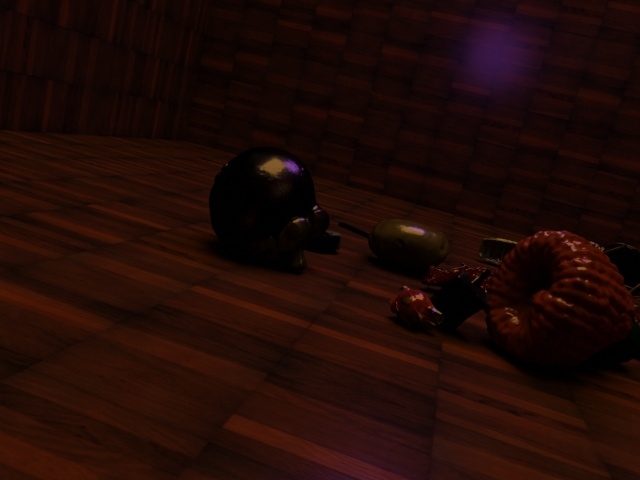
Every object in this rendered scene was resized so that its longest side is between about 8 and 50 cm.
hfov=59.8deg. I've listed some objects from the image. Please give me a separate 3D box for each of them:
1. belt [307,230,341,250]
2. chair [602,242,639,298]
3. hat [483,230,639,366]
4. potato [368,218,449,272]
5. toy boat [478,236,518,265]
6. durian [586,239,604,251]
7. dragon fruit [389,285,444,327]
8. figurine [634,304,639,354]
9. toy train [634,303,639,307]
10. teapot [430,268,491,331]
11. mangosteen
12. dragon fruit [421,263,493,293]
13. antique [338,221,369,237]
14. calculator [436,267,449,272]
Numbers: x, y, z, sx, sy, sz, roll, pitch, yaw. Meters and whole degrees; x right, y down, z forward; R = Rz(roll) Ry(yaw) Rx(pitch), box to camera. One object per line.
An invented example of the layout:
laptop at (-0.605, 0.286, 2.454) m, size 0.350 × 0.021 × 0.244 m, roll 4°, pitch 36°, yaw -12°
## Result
belt at (0.000, 0.000, 1.703) m, size 0.140 × 0.058 × 0.105 m, roll 3°, pitch 10°, yaw -30°
chair at (0.791, 0.087, 1.439) m, size 0.326 × 0.160 × 0.170 m, roll -18°, pitch 70°, yaw -24°
hat at (0.573, 0.167, 1.189) m, size 0.400 × 0.285 × 0.285 m, roll 23°, pitch 9°, yaw -16°
potato at (0.265, 0.017, 1.703) m, size 0.228 × 0.148 × 0.197 m, roll 20°, pitch -2°, yaw -7°
toy boat at (0.760, 0.062, 2.176) m, size 0.276 × 0.111 × 0.084 m, roll 16°, pitch 6°, yaw 12°
durian at (0.738, 0.113, 1.654) m, size 0.258 × 0.258 × 0.293 m, roll 16°, pitch 27°, yaw 11°
dragon fruit at (0.208, 0.149, 1.198) m, size 0.086 × 0.081 × 0.116 m, roll 18°, pitch 6°, yaw -44°
figurine at (0.861, 0.231, 1.381) m, size 0.207 × 0.166 × 0.387 m, roll 15°, pitch 13°, yaw -8°
toy train at (1.090, 0.248, 1.849) m, size 0.234 × 0.052 × 0.051 m, roll 10°, pitch 17°, yaw -20°
teapot at (0.310, 0.124, 1.237) m, size 0.087 × 0.177 × 0.096 m, roll 46°, pitch 38°, yaw 8°
mangosteen at (-0.128, -0.096, 1.435) m, size 0.314 × 0.296 × 0.297 m, roll 12°, pitch 11°, yaw 7°
dragon fruit at (0.373, 0.135, 1.548) m, size 0.192 × 0.122 × 0.092 m, roll 10°, pitch -27°, yaw -6°
antique at (0.145, -0.035, 2.136) m, size 0.031 × 0.015 × 0.192 m, roll 3°, pitch 16°, yaw -47°
calculator at (0.370, 0.099, 1.777) m, size 0.172 × 0.018 × 0.057 m, roll 15°, pitch 10°, yaw 10°
